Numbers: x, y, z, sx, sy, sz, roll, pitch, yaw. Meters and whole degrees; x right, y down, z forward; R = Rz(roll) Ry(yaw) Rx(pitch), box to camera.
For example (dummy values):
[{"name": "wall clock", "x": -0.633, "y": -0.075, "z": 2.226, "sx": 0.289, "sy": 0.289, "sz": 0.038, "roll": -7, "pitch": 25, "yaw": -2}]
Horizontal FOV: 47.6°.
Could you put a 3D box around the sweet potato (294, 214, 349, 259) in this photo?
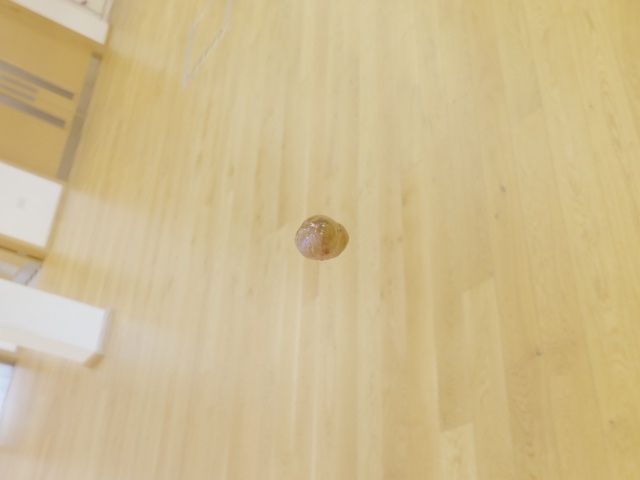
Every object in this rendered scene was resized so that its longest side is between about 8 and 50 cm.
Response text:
[{"name": "sweet potato", "x": 0.001, "y": -0.002, "z": 0.864, "sx": 0.202, "sy": 0.058, "sz": 0.055, "roll": 25, "pitch": -94, "yaw": -84}]
